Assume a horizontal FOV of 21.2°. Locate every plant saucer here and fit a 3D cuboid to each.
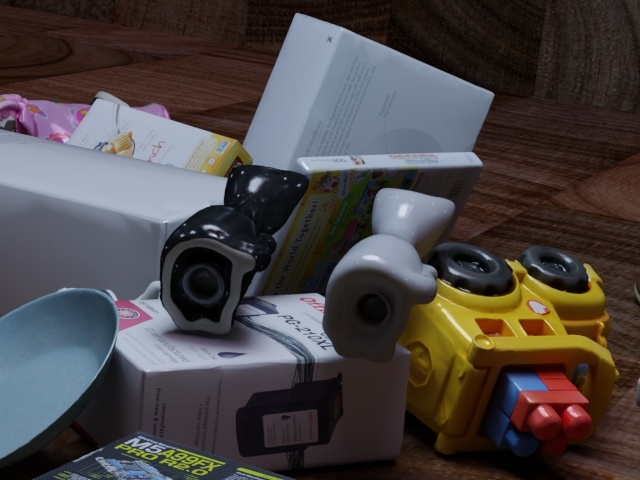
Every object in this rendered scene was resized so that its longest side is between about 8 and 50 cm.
[{"bbox_3d":[-0.227,0.116,1.303,0.195,0.037,0.195,-24,31,15],"label":"plant saucer"}]

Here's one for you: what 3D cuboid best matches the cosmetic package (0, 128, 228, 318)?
[{"bbox_3d":[-0.252,-0.003,1.675,0.365,0.155,0.197,15,17,28],"label":"cosmetic package"}]

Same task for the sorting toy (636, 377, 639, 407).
[{"bbox_3d":[0.433,0.153,1.450,0.257,0.089,0.255,14,22,31],"label":"sorting toy"}]

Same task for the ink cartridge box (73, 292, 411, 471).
[{"bbox_3d":[-0.070,0.115,1.392,0.237,0.100,0.172,-1,17,-29],"label":"ink cartridge box"}]

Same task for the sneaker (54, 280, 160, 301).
[{"bbox_3d":[-0.231,0.086,1.452,0.235,0.095,0.090,-5,20,-35],"label":"sneaker"}]

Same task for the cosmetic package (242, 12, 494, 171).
[{"bbox_3d":[0.045,-0.119,2.017,0.224,0.224,0.138,20,5,-31],"label":"cosmetic package"}]

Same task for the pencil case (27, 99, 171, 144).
[{"bbox_3d":[-0.329,-0.120,2.205,0.284,0.124,0.124,-2,16,-33],"label":"pencil case"}]

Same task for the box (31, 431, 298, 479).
[{"bbox_3d":[-0.068,0.209,1.099,0.270,0.060,0.216,13,15,25],"label":"box"}]

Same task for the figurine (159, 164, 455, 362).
[{"bbox_3d":[0.000,0.000,1.395,0.215,0.092,0.209,10,28,9],"label":"figurine"}]

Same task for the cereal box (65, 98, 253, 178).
[{"bbox_3d":[-0.211,-0.060,1.923,0.240,0.173,0.047,18,-22,40],"label":"cereal box"}]

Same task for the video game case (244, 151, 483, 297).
[{"bbox_3d":[0.028,0.013,1.614,0.206,0.227,0.026,-4,43,-36],"label":"video game case"}]

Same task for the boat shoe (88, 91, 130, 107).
[{"bbox_3d":[-0.261,-0.135,2.418,0.233,0.084,0.079,26,61,38],"label":"boat shoe"}]

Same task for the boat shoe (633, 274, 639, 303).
[{"bbox_3d":[0.406,0.059,1.916,0.064,0.060,0.178,3,14,-14],"label":"boat shoe"}]

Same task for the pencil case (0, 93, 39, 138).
[{"bbox_3d":[-0.510,-0.127,2.053,0.386,0.160,0.167,14,17,32],"label":"pencil case"}]

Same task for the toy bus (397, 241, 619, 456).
[{"bbox_3d":[0.178,0.112,1.468,0.220,0.149,0.211,1,28,-31],"label":"toy bus"}]
